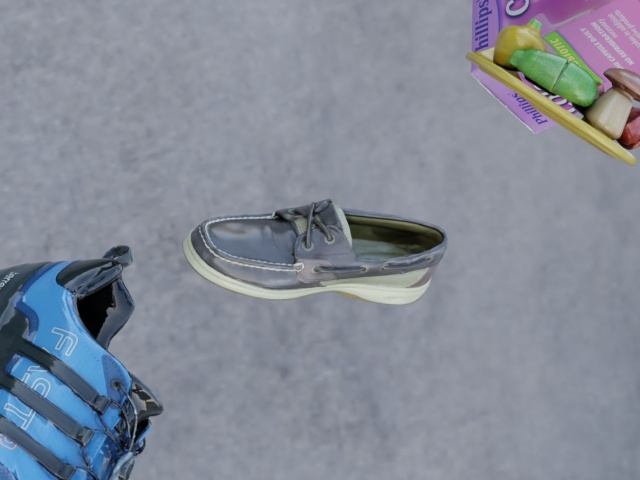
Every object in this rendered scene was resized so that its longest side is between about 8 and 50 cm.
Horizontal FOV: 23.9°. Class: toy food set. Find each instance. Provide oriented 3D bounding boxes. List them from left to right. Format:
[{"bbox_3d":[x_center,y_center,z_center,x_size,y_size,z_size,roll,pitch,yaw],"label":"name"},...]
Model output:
[{"bbox_3d":[0.236,-0.130,1.334,0.218,0.071,0.128,35,7,11],"label":"toy food set"}]

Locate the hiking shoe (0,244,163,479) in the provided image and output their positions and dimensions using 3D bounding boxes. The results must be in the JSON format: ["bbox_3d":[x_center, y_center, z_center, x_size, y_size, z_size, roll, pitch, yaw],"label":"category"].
[{"bbox_3d":[-0.157,0.126,0.897,0.113,0.132,0.304,75,-1,-55],"label":"hiking shoe"}]

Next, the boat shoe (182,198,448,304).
[{"bbox_3d":[0.001,0.001,1.198,0.224,0.073,0.080,7,42,-30],"label":"boat shoe"}]

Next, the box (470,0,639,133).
[{"bbox_3d":[0.279,-0.260,1.504,0.117,0.243,0.213,36,43,-34],"label":"box"}]
